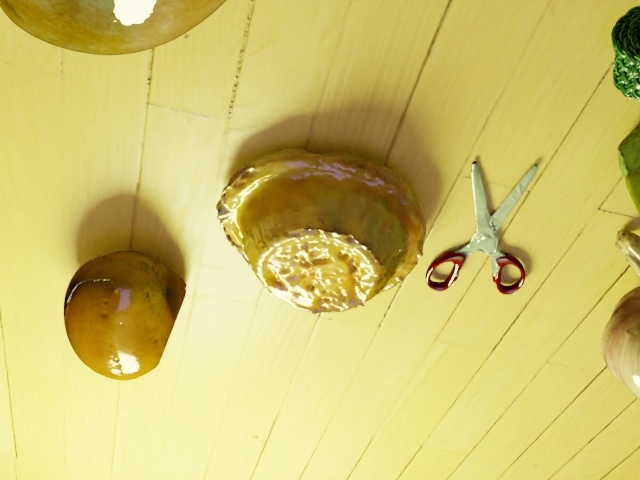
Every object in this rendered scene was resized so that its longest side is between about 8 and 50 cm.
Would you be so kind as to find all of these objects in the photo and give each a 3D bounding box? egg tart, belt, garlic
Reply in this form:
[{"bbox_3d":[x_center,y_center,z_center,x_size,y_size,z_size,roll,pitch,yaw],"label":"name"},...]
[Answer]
[{"bbox_3d":[0.000,0.000,0.996,0.288,0.118,0.288,5,137,5],"label":"egg tart"},{"bbox_3d":[0.370,-0.188,0.755,0.151,0.121,0.079,-16,132,13],"label":"belt"},{"bbox_3d":[0.478,0.089,1.019,0.245,0.245,0.253,-28,96,29],"label":"garlic"}]

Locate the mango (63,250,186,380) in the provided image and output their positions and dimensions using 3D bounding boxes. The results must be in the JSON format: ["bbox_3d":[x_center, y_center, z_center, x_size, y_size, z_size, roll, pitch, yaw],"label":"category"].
[{"bbox_3d":[-0.294,0.107,1.112,0.166,0.136,0.236,18,131,-11],"label":"mango"}]

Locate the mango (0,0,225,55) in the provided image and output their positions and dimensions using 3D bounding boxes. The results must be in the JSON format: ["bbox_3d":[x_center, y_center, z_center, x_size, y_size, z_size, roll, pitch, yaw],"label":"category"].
[{"bbox_3d":[-0.170,-0.281,0.643,0.384,0.199,0.221,-19,142,39],"label":"mango"}]

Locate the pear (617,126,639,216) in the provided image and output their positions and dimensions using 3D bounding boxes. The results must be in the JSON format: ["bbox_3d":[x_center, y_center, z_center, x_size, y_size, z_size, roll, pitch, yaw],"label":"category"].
[{"bbox_3d":[0.478,-0.062,0.795,0.282,0.286,0.176,-23,112,26],"label":"pear"}]

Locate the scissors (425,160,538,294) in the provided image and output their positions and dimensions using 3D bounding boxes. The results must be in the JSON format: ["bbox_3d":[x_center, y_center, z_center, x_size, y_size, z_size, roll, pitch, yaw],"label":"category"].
[{"bbox_3d":[0.228,-0.012,1.035,0.144,0.017,0.248,2,136,0],"label":"scissors"}]
